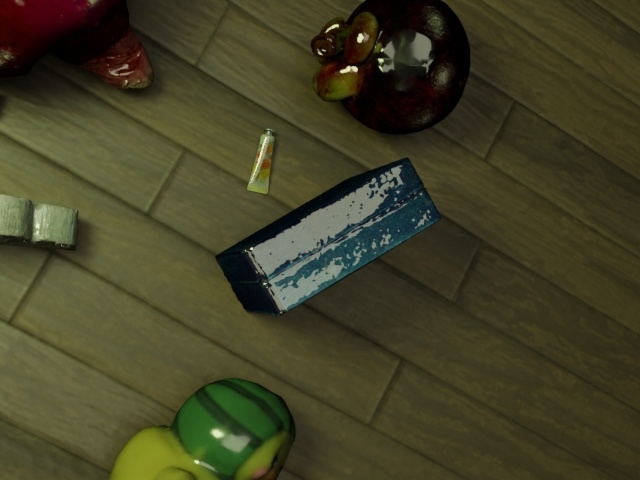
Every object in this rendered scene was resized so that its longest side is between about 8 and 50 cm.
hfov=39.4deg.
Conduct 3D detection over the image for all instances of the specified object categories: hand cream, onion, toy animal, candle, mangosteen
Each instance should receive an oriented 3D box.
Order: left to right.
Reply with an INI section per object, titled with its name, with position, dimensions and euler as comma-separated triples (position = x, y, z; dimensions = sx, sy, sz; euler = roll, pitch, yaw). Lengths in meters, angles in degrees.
[candle]
position = -0.447, -0.027, 1.259
dimensions = 0.168, 0.192, 0.068
euler = 2, 83, 30
[onion]
position = -0.376, -0.368, 1.238
dimensions = 0.398, 0.398, 0.420
euler = -61, 144, -10
[toy animal]
position = -0.187, 0.333, 1.274
dimensions = 0.191, 0.216, 0.338
euler = 39, 74, 18
[hand cream]
position = -0.090, -0.126, 1.416
dimensions = 0.035, 0.022, 0.102
euler = 12, 88, -21
[mangosteen]
position = 0.099, -0.277, 1.360
dimensions = 0.265, 0.228, 0.228
euler = 7, 84, -33

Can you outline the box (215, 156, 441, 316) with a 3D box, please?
[box]
position = 0.000, 0.000, 1.296
dimensions = 0.261, 0.279, 0.116
euler = -29, 94, -14
